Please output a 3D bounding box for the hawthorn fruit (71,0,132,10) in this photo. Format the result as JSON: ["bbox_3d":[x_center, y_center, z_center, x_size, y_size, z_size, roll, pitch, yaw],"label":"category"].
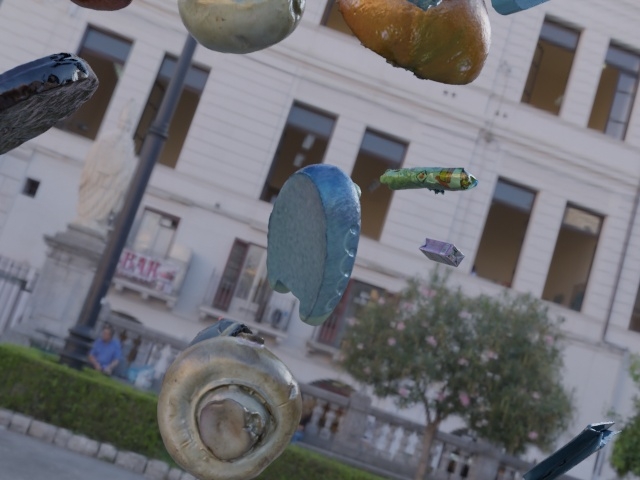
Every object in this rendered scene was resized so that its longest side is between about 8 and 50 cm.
[{"bbox_3d":[-0.507,-0.610,1.842,0.189,0.189,0.189,17,-11,3],"label":"hawthorn fruit"}]

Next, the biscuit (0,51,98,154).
[{"bbox_3d":[-0.667,-0.275,1.713,0.091,0.407,0.407,60,-19,-6],"label":"biscuit"}]

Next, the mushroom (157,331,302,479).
[{"bbox_3d":[-0.151,0.275,1.337,0.254,0.255,0.184,18,5,2],"label":"mushroom"}]

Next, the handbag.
[{"bbox_3d":[0.576,0.492,1.843,0.144,0.221,0.057,-3,50,-50],"label":"handbag"}]

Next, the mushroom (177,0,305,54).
[{"bbox_3d":[-0.218,-0.593,1.947,0.356,0.315,0.315,35,-12,-3],"label":"mushroom"}]

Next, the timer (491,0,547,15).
[{"bbox_3d":[0.496,-0.665,1.858,0.091,0.250,0.232,16,-51,68],"label":"timer"}]

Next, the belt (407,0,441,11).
[{"bbox_3d":[0.165,-0.377,1.016,0.072,0.302,0.087,29,-47,5],"label":"belt"}]

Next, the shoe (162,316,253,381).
[{"bbox_3d":[-0.221,0.211,1.511,0.077,0.194,0.074,30,-37,40],"label":"shoe"}]

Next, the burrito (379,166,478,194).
[{"bbox_3d":[0.265,-0.139,1.921,0.104,0.054,0.288,25,-13,-41],"label":"burrito"}]

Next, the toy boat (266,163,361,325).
[{"bbox_3d":[0.000,0.000,1.575,0.123,0.330,0.215,-10,35,-32],"label":"toy boat"}]

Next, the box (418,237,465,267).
[{"bbox_3d":[0.283,0.028,1.891,0.050,0.036,0.117,42,-12,-24],"label":"box"}]

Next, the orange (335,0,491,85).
[{"bbox_3d":[0.209,-0.446,1.653,0.274,0.274,0.310,5,-38,51],"label":"orange"}]
